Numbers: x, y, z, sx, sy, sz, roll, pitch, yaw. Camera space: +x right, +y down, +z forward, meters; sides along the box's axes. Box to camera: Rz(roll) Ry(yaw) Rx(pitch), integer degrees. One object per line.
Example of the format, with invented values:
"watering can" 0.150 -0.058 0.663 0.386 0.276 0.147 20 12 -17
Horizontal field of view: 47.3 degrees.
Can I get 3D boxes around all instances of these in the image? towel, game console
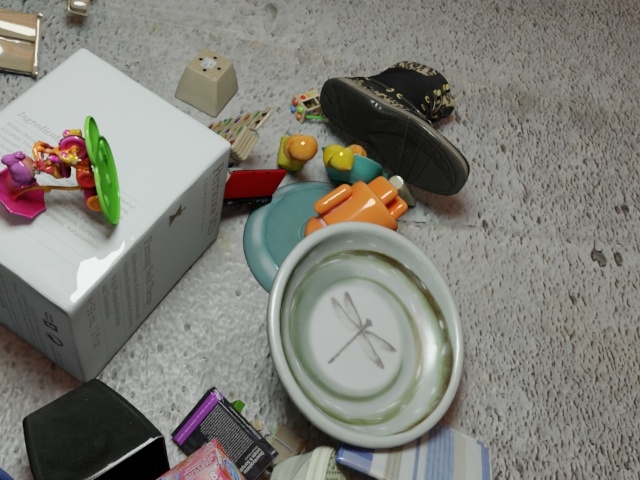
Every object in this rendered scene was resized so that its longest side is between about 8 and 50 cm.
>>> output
"towel" 0.170 0.377 1.276 0.285 0.034 0.209 23 25 0
"game console" -0.162 -0.118 1.461 0.144 0.085 0.124 -6 24 -41

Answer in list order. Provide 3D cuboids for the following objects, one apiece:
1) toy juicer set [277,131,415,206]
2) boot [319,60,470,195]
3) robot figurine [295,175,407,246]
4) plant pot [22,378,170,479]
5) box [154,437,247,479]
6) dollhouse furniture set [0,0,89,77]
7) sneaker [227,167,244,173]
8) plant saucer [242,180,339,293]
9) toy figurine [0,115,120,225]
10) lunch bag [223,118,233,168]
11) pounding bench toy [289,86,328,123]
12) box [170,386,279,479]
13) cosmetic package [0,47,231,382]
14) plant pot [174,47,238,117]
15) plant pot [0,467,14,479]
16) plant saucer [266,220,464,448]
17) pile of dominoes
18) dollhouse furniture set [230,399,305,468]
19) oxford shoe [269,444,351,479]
"toy juicer set" 0.071 -0.164 1.521 0.329 0.209 0.089 18 84 -2
"boot" 0.217 -0.267 1.619 0.377 0.138 0.284 35 41 21
"robot figurine" 0.062 -0.027 1.416 0.219 0.158 0.128 -38 74 1
"plant pot" -0.364 0.336 1.149 0.188 0.187 0.167 -30 59 -27
"box" -0.223 0.431 1.082 0.257 0.122 0.128 -35 99 -5
"dollhouse furniture set" -0.668 -0.456 1.618 0.303 0.174 0.355 7 87 -24
"sneaker" -0.217 -0.131 1.522 0.135 0.058 0.052 -14 65 -22
"plant saucer" 0.000 0.000 1.507 0.317 0.044 0.317 6 58 -10
"toy figurine" -0.380 -0.090 1.023 0.159 0.173 0.130 -7 50 -4
"lunch bag" -0.196 -0.202 1.563 0.065 0.067 0.098 24 60 2
"pounding bench toy" -0.024 -0.297 1.670 0.065 0.052 0.083 -26 69 -25
"box" -0.162 0.344 1.231 0.162 0.116 0.029 44 16 13
"cosmetic package" -0.409 -0.040 1.262 0.327 0.329 0.394 33 59 7
"plant pot" -0.249 -0.360 1.627 0.109 0.096 0.109 29 58 3
"plant pot" -0.565 0.434 1.010 0.212 0.236 0.236 5 58 -3
"plant saucer" 0.072 0.169 1.307 0.400 0.100 0.400 11 67 -26
"pile of dominoes" -0.217 -0.186 1.445 0.040 0.251 0.196 44 61 -32
"dollhouse furniture set" -0.109 0.347 1.288 0.151 0.058 0.076 40 49 -12
"oxford shoe" -0.052 0.483 1.075 0.130 0.169 0.449 -15 21 18
